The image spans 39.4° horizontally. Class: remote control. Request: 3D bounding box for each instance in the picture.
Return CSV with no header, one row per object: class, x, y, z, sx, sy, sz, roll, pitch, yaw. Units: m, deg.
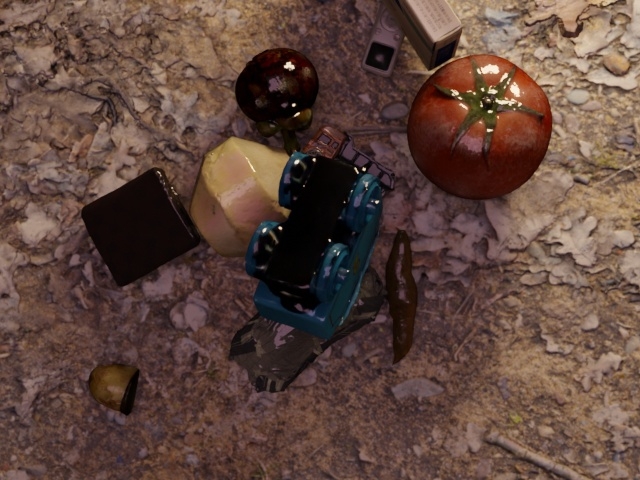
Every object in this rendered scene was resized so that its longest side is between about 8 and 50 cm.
remote control,0.149,-0.454,1.766,0.067,0.029,0.261,19,92,5

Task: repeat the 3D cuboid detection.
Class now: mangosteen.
mangosteen,-0.074,-0.280,1.718,0.172,0.172,0.184,-37,69,4

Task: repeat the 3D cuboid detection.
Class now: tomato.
tomato,0.292,-0.200,1.655,0.264,0.265,0.265,0,91,5

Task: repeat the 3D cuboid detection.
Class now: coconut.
coconut,-0.141,-0.085,1.706,0.237,0.237,0.197,-41,53,4

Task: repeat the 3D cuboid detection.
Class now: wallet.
wallet,-0.356,-0.028,1.762,0.229,0.049,0.182,-26,93,30

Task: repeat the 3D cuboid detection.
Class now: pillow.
pillow,-0.025,0.160,1.757,0.335,0.092,0.161,-40,93,3

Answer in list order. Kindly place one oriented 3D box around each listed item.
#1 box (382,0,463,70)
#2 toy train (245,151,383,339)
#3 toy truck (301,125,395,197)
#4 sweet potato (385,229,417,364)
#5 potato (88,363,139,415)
box,0.140,-0.492,1.657,0.065,0.200,0.343,-32,85,1
toy train,0.000,0.000,1.602,0.188,0.265,0.300,18,69,15
toy truck,0.060,-0.149,1.752,0.192,0.083,0.092,33,93,2
sweet potato,0.159,0.114,1.758,0.067,0.067,0.274,0,96,5
potato,-0.429,0.298,1.806,0.103,0.066,0.096,10,88,7
